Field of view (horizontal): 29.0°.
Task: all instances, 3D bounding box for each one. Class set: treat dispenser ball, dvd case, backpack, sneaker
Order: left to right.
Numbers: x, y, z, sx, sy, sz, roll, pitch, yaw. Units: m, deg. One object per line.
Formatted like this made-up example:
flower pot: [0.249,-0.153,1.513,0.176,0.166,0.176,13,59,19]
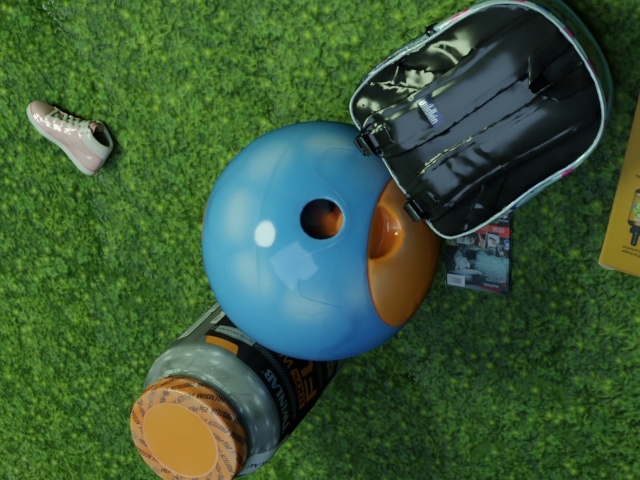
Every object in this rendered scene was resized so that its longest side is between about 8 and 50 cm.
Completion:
sneaker: [-0.345,-0.159,1.734,0.134,0.051,0.070,45,125,-4]
treat dispenser ball: [0.000,0.000,1.485,0.288,0.288,0.288,12,120,22]
dvd case: [0.198,0.009,1.557,0.087,0.013,0.120,9,118,24]
backpack: [0.192,-0.151,1.363,0.253,0.191,0.225,-34,95,31]

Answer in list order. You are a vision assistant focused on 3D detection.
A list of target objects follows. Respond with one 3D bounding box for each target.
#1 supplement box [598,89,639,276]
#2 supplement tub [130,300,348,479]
supplement box: [0.377,-0.073,1.380,0.078,0.080,0.234,18,121,19]
supplement tub: [-0.100,0.177,1.615,0.193,0.316,0.194,12,121,21]
